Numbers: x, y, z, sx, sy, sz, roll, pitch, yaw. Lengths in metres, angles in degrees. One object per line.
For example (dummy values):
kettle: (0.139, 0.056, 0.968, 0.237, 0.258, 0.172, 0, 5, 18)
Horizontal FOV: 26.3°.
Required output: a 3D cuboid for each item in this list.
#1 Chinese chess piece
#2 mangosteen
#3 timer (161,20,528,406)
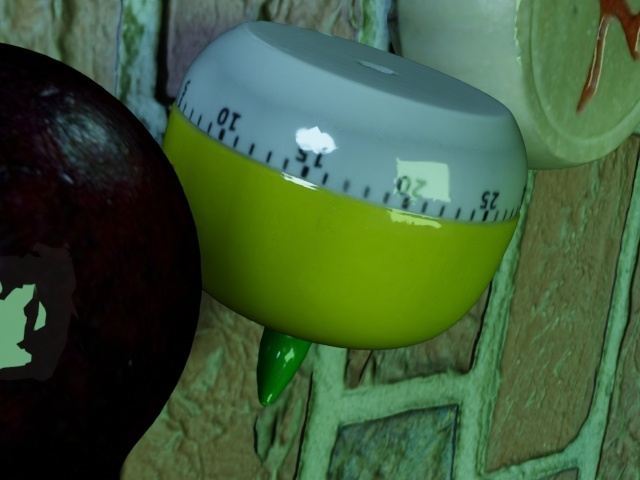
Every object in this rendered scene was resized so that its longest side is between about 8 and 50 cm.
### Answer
Chinese chess piece: (0.209, -0.231, 1.242, 0.338, 0.140, 0.338, -22, 120, -43)
mangosteen: (-0.223, -0.002, 0.712, 0.307, 0.307, 0.347, -29, 93, -41)
timer: (0.000, 0.000, 0.996, 0.285, 0.285, 0.285, -21, 119, -44)
